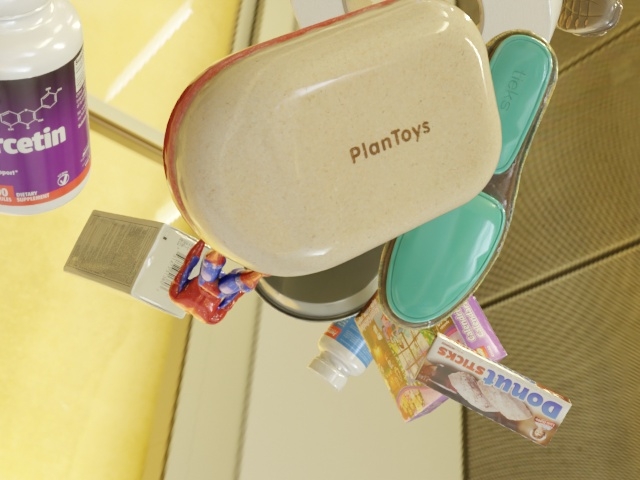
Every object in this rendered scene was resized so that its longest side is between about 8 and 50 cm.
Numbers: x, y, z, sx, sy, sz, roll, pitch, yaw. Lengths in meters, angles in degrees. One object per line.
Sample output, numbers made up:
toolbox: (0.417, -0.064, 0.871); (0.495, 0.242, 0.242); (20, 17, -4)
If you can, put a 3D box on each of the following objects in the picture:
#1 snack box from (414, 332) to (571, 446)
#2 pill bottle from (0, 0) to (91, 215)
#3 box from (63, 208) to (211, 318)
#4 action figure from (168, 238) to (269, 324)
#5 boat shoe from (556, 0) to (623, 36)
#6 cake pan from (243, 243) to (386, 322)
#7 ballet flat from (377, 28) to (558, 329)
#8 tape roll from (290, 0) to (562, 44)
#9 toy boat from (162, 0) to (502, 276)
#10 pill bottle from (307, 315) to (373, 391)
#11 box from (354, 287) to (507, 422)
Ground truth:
snack box: (0.208, 0.181, 0.993); (0.064, 0.178, 0.022); (-64, 176, 12)
pill bottle: (-0.385, -0.196, 1.019); (0.323, 0.181, 0.181); (102, -12, -47)
box: (-0.353, 0.038, 1.549); (0.311, 0.121, 0.148); (12, -106, 51)
action figure: (-0.104, 0.019, 0.983); (0.139, 0.091, 0.280); (-59, -170, -31)
boat shoe: (0.592, -0.523, 1.825); (0.355, 0.130, 0.132); (-111, -144, -67)
cake pan: (0.000, 0.000, 1.463); (0.054, 0.293, 0.293); (84, 19, -69)
ballet flat: (0.161, -0.064, 0.911); (0.123, 0.123, 0.349); (22, -92, 60)
tape roll: (0.137, -0.343, 1.141); (0.392, 0.392, 0.072); (-22, -146, 49)
toy boat: (0.000, -0.076, 0.567); (0.231, 0.151, 0.151); (-24, -158, -21)
pill bottle: (0.072, 0.221, 1.814); (0.221, 0.124, 0.124); (-52, -153, -15)
box: (0.158, 0.146, 1.269); (0.201, 0.057, 0.293); (63, -26, 19)
